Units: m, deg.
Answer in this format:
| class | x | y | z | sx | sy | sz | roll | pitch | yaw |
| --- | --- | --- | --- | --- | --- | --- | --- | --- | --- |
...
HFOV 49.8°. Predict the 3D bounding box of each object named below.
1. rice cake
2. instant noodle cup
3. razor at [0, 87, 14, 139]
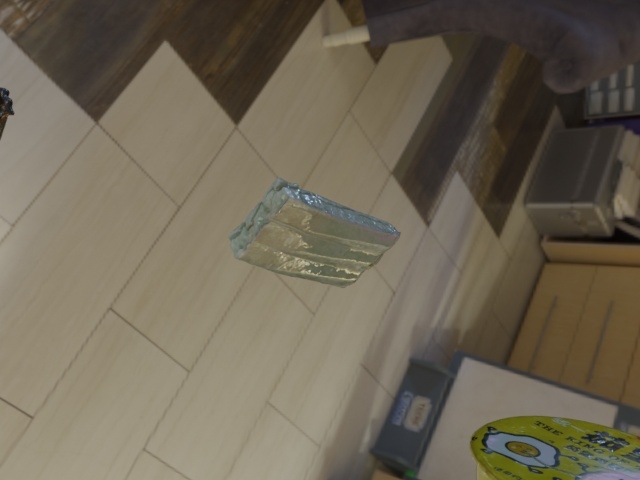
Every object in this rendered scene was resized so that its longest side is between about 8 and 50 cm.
| class | x | y | z | sx | sy | sz | roll | pitch | yaw |
| --- | --- | --- | --- | --- | --- | --- | --- | --- | --- |
| rice cake | 0.000 | 0.000 | 0.828 | 0.211 | 0.124 | 0.038 | 13 | 42 | -41 |
| instant noodle cup | 0.353 | 0.421 | 0.953 | 0.326 | 0.326 | 0.254 | -3 | 102 | -46 |
| razor | -0.222 | 0.026 | 0.359 | 0.042 | 0.082 | 0.253 | 23 | 49 | -25 |
